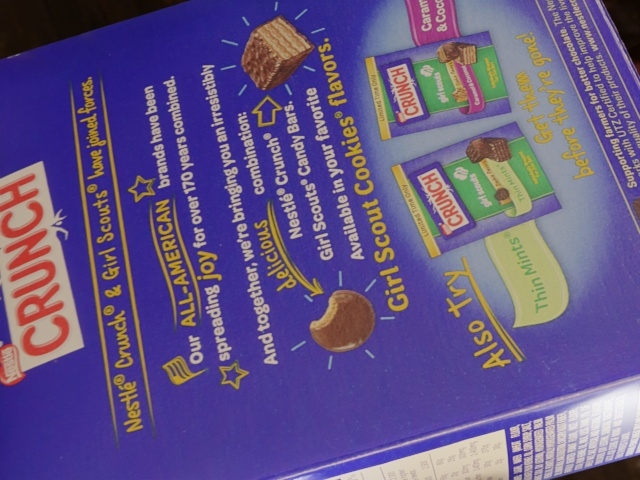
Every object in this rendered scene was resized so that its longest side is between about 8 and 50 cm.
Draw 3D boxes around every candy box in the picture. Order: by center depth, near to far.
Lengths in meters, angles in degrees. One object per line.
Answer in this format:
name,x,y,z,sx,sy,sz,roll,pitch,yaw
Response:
candy box,0.000,0.000,0.554,0.122,0.317,0.268,72,-177,-58
